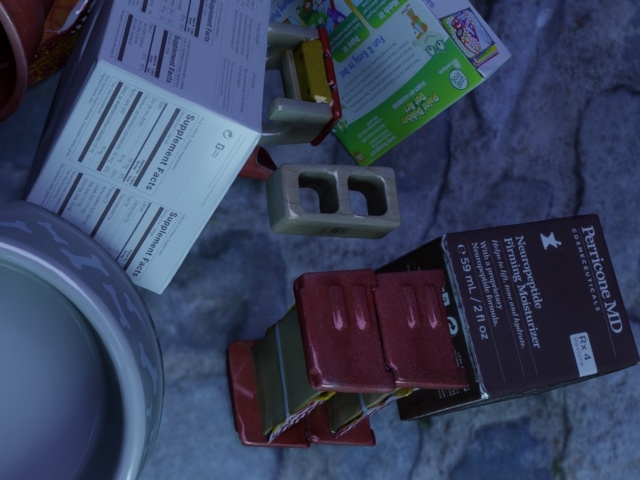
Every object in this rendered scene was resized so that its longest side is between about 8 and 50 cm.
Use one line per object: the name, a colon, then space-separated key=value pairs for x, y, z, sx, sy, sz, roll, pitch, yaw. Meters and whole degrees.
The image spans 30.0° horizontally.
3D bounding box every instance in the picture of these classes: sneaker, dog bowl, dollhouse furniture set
sneaker: x=-0.272 y=-0.221 z=1.193 sx=0.067 sy=0.064 sz=0.175 roll=26 pitch=57 yaw=5
dog bowl: x=-0.295 y=0.135 z=0.945 sx=0.349 sy=0.102 sz=0.349 roll=-2 pitch=98 yaw=-12
dollhouse furniture set: x=0.000 y=0.000 z=1.174 sx=0.152 sy=0.201 sz=0.374 roll=2 pitch=67 yaw=-25

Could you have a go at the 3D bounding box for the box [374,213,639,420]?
box: x=0.186 y=0.081 z=1.247 sx=0.203 sy=0.167 sz=0.168 roll=-8 pitch=77 yaw=-28

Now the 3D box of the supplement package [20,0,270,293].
supplement package: x=-0.154 y=-0.126 z=1.074 sx=0.145 sy=0.204 sz=0.262 roll=23 pitch=36 yaw=-17

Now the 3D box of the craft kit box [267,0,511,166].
craft kit box: x=0.039 y=-0.221 z=1.227 sx=0.061 sy=0.250 sz=0.246 roll=-39 pitch=93 yaw=-32

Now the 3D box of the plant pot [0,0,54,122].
plant pot: x=-0.332 y=-0.288 z=1.074 sx=0.272 sy=0.272 sz=0.265 roll=31 pitch=55 yaw=-14
